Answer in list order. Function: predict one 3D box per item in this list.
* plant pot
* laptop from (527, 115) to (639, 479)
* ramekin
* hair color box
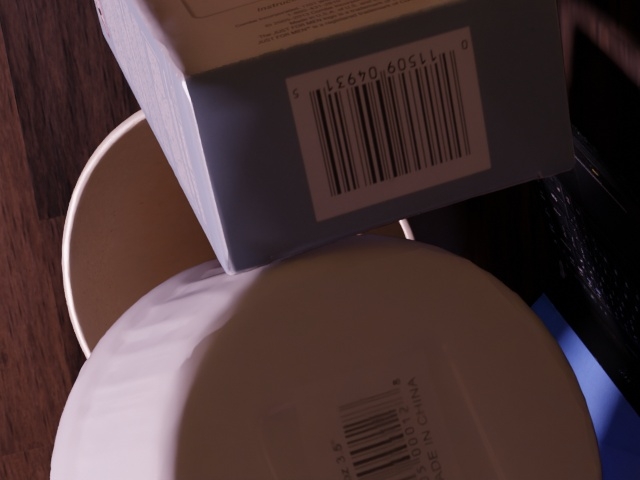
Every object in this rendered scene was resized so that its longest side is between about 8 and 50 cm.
[{"bbox_3d":[0.000,0.000,1.110,0.274,0.256,0.256,-31,-67,-63],"label":"plant pot"},{"bbox_3d":[0.124,0.068,0.904,0.234,0.136,0.264,-121,7,-54],"label":"laptop"},{"bbox_3d":[0.012,0.128,0.815,0.135,0.277,0.277,-25,78,62],"label":"ramekin"},{"bbox_3d":[-0.019,-0.133,0.897,0.374,0.185,0.113,-123,18,-59],"label":"hair color box"}]
